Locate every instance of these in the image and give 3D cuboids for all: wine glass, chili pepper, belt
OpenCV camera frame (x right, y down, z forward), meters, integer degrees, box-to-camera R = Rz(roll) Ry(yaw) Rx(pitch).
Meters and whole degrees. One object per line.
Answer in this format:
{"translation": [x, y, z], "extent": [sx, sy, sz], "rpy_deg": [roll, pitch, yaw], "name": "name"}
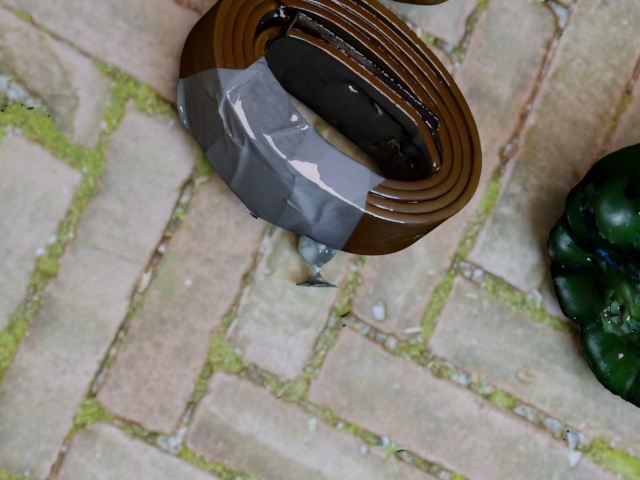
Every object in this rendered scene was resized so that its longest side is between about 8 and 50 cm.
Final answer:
{"translation": [0.000, 0.000, 1.449], "extent": [0.042, 0.039, 0.083], "rpy_deg": [3, 85, -13], "name": "wine glass"}
{"translation": [0.342, 0.012, 1.444], "extent": [0.256, 0.248, 0.233], "rpy_deg": [-23, 83, -24], "name": "chili pepper"}
{"translation": [0.006, -0.101, 1.398], "extent": [0.261, 0.105, 0.184], "rpy_deg": [38, 64, -10], "name": "belt"}

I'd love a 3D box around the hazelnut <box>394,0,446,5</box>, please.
{"translation": [0.072, -0.278, 1.410], "extent": [0.182, 0.182, 0.182], "rpy_deg": [0, 90, -15], "name": "hazelnut"}
